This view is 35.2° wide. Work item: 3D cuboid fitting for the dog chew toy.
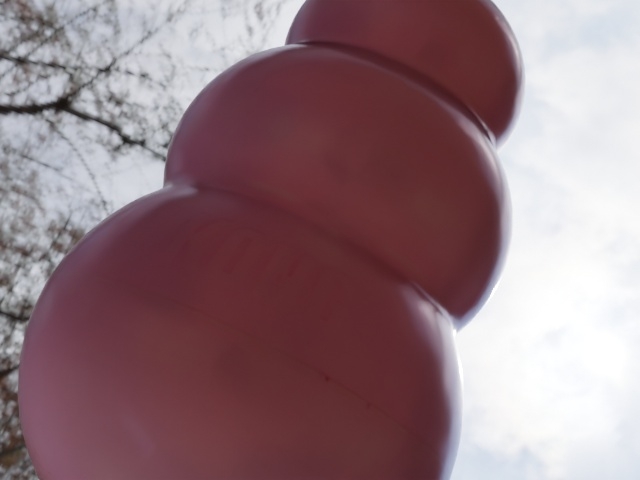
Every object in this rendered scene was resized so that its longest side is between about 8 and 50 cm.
[{"bbox_3d":[0.000,0.000,0.498,0.206,0.206,0.332,30,-109,-7],"label":"dog chew toy"}]
